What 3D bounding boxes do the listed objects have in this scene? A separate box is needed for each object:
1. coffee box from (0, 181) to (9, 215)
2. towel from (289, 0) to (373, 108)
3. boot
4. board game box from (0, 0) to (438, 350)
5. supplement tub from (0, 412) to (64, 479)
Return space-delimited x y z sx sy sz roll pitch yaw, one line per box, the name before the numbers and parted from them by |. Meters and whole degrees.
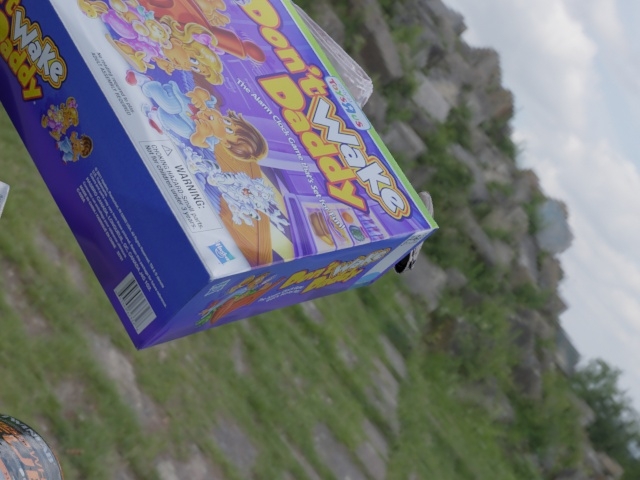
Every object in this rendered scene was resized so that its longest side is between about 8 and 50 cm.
coffee box | -0.416 -0.026 0.915 0.247 0.141 0.098 27 -25 -36
towel | -0.080 -0.175 1.600 0.053 0.331 0.317 14 29 -38
boot | 0.138 -0.007 1.612 0.042 0.118 0.087 15 28 12
board game box | -0.098 -0.115 0.704 0.233 0.078 0.347 -12 66 -53
supplement tub | -0.398 0.286 1.153 0.193 0.194 0.316 51 -1 6
